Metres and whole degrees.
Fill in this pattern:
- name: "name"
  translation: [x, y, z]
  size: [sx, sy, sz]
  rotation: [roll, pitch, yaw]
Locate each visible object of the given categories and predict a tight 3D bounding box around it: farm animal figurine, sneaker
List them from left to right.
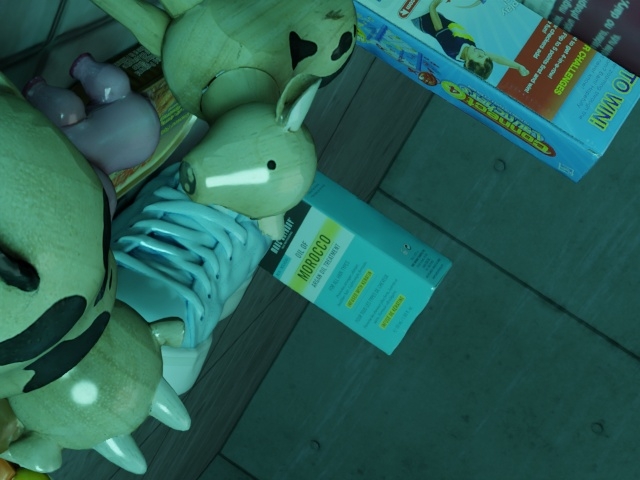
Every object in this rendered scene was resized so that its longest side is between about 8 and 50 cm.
- name: "farm animal figurine"
  translation: [-0.106, 0.000, 0.460]
  size: [0.330, 0.172, 0.327]
  rotation: [-50, 174, 2]
- name: "sneaker"
  translation: [-0.112, -0.002, 0.890]
  size: [0.366, 0.135, 0.150]
  rotation: [-70, -175, -77]

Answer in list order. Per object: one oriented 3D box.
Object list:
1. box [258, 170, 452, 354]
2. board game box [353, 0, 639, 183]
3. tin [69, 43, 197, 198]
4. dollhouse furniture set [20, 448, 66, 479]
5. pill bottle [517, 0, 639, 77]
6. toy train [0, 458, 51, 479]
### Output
- name: "box"
  translation: [0.000, 0.000, 1.151]
  size: [0.100, 0.244, 0.060]
  rotation: [-60, 173, 34]
- name: "board game box"
  translation: [0.203, -0.264, 1.103]
  size: [0.308, 0.302, 0.086]
  rotation: [-55, 174, -14]
- name: "tin"
  translation: [-0.126, -0.074, 0.745]
  size: [0.189, 0.040, 0.106]
  rotation: [-49, 166, -54]
- name: "dollhouse furniture set"
  translation: [-0.306, 0.381, 1.081]
  size: [0.355, 0.174, 0.303]
  rotation: [-51, 172, -43]
- name: "pill bottle"
  translation: [0.212, -0.250, 0.797]
  size: [0.224, 0.392, 0.224]
  rotation: [-55, 175, -8]
- name: "toy train"
  translation: [-0.217, 0.178, 0.831]
  size: [0.248, 0.143, 0.105]
  rotation: [-55, 175, -13]
